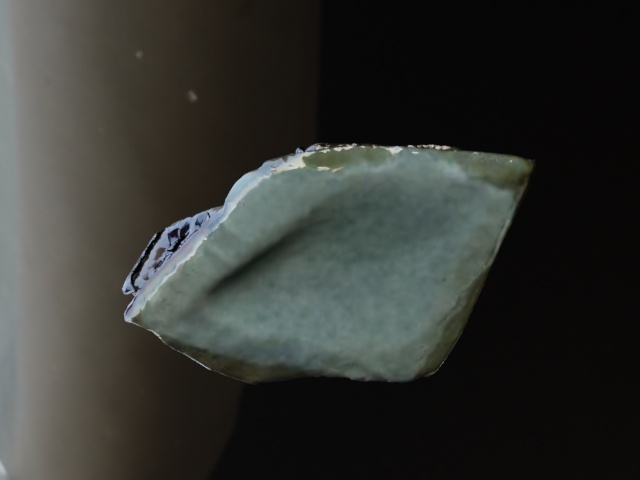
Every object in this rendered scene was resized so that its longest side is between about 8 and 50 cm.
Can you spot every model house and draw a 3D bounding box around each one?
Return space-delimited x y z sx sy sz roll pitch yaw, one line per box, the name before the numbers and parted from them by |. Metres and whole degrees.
model house | -0.007 0.000 0.657 0.165 0.152 0.106 5 -81 -11
